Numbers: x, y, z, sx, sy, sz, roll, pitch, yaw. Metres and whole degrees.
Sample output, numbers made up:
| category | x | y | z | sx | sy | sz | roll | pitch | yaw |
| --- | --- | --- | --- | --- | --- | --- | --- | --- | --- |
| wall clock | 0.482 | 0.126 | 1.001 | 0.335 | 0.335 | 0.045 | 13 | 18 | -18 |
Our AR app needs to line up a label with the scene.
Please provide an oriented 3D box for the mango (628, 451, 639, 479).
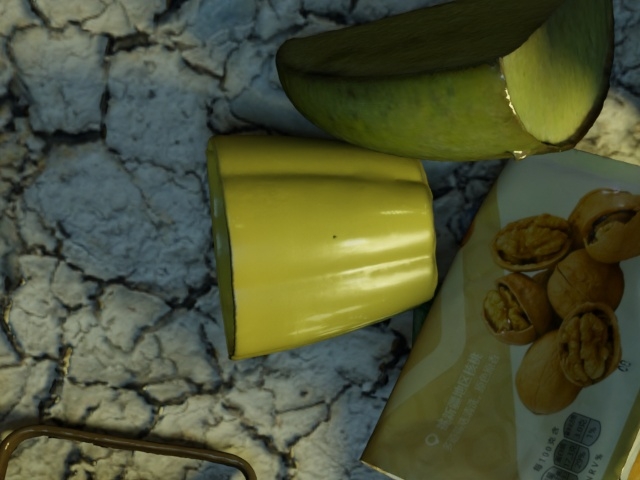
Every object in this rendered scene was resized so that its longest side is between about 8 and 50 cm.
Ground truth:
| category | x | y | z | sx | sy | sz | roll | pitch | yaw |
| --- | --- | --- | --- | --- | --- | --- | --- | --- | --- |
| mango | 0.315 | 0.212 | 1.134 | 0.199 | 0.201 | 0.350 | 33 | 101 | -35 |

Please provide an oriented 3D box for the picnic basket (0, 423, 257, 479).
| category | x | y | z | sx | sy | sz | roll | pitch | yaw |
| --- | --- | --- | --- | --- | --- | --- | --- | --- | --- |
| picnic basket | -0.201 | 0.343 | 1.171 | 0.254 | 0.291 | 0.321 | 8 | 69 | -1 |

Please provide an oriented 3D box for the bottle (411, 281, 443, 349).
| category | x | y | z | sx | sy | sz | roll | pitch | yaw |
| --- | --- | --- | --- | --- | --- | --- | --- | --- | --- |
| bottle | 0.128 | 0.204 | 1.183 | 0.093 | 0.093 | 0.330 | 0 | 110 | 2 |

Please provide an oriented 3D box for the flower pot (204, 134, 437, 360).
| category | x | y | z | sx | sy | sz | roll | pitch | yaw |
| --- | --- | --- | --- | --- | --- | --- | --- | --- | --- |
| flower pot | 0.000 | 0.000 | 1.069 | 0.179 | 0.195 | 0.195 | -5 | 111 | -7 |

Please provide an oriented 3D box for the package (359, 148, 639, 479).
| category | x | y | z | sx | sy | sz | roll | pitch | yaw |
| --- | --- | --- | --- | --- | --- | --- | --- | --- | --- |
| package | 0.209 | 0.100 | 1.048 | 0.165 | 0.221 | 0.311 | 41 | 72 | -51 |

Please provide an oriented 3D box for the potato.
| category | x | y | z | sx | sy | sz | roll | pitch | yaw |
| --- | --- | --- | --- | --- | --- | --- | --- | --- | --- |
| potato | 0.089 | -0.131 | 1.036 | 0.255 | 0.269 | 0.112 | -1 | 114 | 32 |
